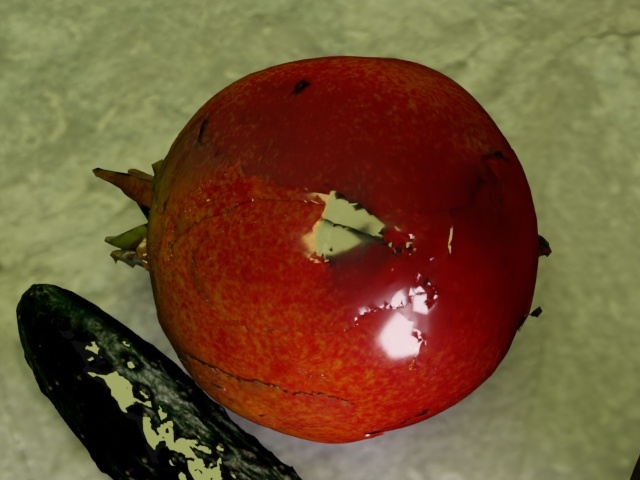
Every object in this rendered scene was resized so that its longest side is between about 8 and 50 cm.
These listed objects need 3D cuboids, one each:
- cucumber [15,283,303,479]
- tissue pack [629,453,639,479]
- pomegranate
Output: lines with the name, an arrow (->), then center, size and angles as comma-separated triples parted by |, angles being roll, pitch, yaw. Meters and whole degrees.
cucumber -> -0.054, 0.130, 0.989 | 0.303, 0.081, 0.072 | 37, 28, 18
tissue pack -> 0.288, 0.112, 0.833 | 0.267, 0.387, 0.277 | 43, 74, 13
pomegranate -> 0.000, 0.000, 0.978 | 0.235, 0.210, 0.210 | 14, 65, 30
